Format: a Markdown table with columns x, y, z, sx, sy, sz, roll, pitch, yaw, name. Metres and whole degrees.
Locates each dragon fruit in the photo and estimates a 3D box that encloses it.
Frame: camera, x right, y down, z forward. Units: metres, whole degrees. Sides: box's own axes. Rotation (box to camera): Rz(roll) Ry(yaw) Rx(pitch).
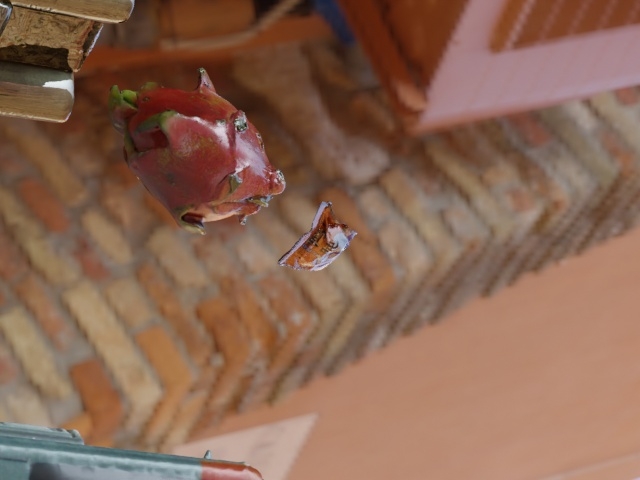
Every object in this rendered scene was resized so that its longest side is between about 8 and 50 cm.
| x | y | z | sx | sy | sz | roll | pitch | yaw | name |
| --- | --- | --- | --- | --- | --- | --- | --- | --- | --- |
| -0.171 | -0.127 | 2.472 | 0.198 | 0.200 | 0.269 | -62 | -148 | 9 | dragon fruit |

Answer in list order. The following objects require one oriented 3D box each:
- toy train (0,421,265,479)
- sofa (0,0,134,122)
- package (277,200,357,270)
| x | y | z | sx | sy | sz | roll | pitch | yaw | name |
| --- | --- | --- | --- | --- | --- | --- | --- | --- | --- |
| -0.187 | 0.134 | 0.948 | 0.086 | 0.409 | 0.089 | 156 | -60 | -64 | toy train |
| -0.352 | -0.247 | 2.253 | 0.258 | 0.200 | 0.182 | -49 | -135 | 45 | sofa |
| -0.001 | 0.000 | 1.845 | 0.033 | 0.077 | 0.110 | 58 | 16 | 24 | package |
